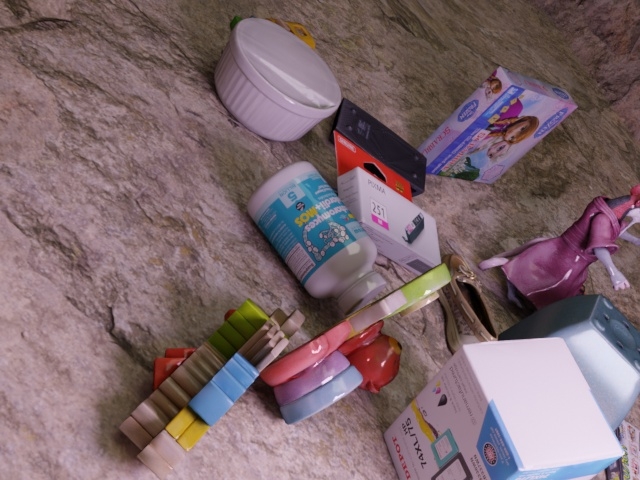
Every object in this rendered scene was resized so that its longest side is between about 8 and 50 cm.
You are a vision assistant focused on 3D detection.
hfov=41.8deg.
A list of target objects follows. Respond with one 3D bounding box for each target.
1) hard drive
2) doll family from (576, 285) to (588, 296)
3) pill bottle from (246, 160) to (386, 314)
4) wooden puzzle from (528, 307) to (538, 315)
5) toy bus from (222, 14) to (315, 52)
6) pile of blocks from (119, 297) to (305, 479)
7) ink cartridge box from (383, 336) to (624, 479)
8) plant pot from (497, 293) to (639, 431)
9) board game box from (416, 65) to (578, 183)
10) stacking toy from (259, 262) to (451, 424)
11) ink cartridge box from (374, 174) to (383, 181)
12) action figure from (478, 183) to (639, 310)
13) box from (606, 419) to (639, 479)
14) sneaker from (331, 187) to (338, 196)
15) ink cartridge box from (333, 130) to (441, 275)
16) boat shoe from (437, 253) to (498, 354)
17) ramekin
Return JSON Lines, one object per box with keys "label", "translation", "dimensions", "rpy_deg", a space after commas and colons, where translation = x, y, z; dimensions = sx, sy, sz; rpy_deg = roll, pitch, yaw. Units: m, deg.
{"label": "hard drive", "translation": [0.133, -0.210, 1.935], "dimensions": [0.254, 0.054, 0.172], "rpy_deg": [34, 34, -15]}
{"label": "doll family", "translation": [0.634, 0.148, 2.060], "dimensions": [0.193, 0.076, 0.111], "rpy_deg": [48, 37, 11]}
{"label": "pill bottle", "translation": [0.000, 0.000, 1.464], "dimensions": [0.264, 0.146, 0.146], "rpy_deg": [52, 33, 12]}
{"label": "wooden puzzle", "translation": [0.514, 0.184, 1.947], "dimensions": [0.083, 0.006, 0.049], "rpy_deg": [39, 33, -7]}
{"label": "toy bus", "translation": [-0.106, -0.453, 1.904], "dimensions": [0.191, 0.104, 0.202], "rpy_deg": [30, 34, -20]}
{"label": "pile of blocks", "translation": [-0.143, 0.161, 1.122], "dimensions": [0.112, 0.149, 0.362], "rpy_deg": [44, 33, 0]}
{"label": "ink cartridge box", "translation": [0.260, 0.304, 1.256], "dimensions": [0.197, 0.270, 0.198], "rpy_deg": [0, 50, -28]}
{"label": "plant pot", "translation": [0.491, 0.248, 1.622], "dimensions": [0.248, 0.252, 0.247], "rpy_deg": [46, 33, 5]}
{"label": "board game box", "translation": [0.438, -0.276, 2.100], "dimensions": [0.318, 0.319, 0.066], "rpy_deg": [3, 52, -45]}
{"label": "stacking toy", "translation": [0.081, 0.168, 1.257], "dimensions": [0.130, 0.279, 0.309], "rpy_deg": [60, 33, 4]}
{"label": "ink cartridge box", "translation": [0.118, -0.108, 1.806], "dimensions": [0.083, 0.048, 0.028], "rpy_deg": [38, 33, -10]}
{"label": "action figure", "translation": [0.587, 0.002, 1.890], "dimensions": [0.276, 0.370, 0.248], "rpy_deg": [41, 23, 13]}
{"label": "box", "translation": [0.636, 0.468, 1.712], "dimensions": [0.114, 0.036, 0.207], "rpy_deg": [35, 39, -14]}
{"label": "sneaker", "translation": [0.038, -0.078, 1.689], "dimensions": [0.162, 0.063, 0.073], "rpy_deg": [20, 29, -46]}
{"label": "ink cartridge box", "translation": [0.138, -0.080, 1.695], "dimensions": [0.275, 0.060, 0.239], "rpy_deg": [29, 48, -43]}
{"label": "boat shoe", "translation": [0.303, 0.125, 1.705], "dimensions": [0.104, 0.089, 0.285], "rpy_deg": [24, 37, -27]}
{"label": "ramekin", "translation": [-0.099, -0.325, 1.745], "dimensions": [0.273, 0.127, 0.273], "rpy_deg": [29, 35, -23]}
